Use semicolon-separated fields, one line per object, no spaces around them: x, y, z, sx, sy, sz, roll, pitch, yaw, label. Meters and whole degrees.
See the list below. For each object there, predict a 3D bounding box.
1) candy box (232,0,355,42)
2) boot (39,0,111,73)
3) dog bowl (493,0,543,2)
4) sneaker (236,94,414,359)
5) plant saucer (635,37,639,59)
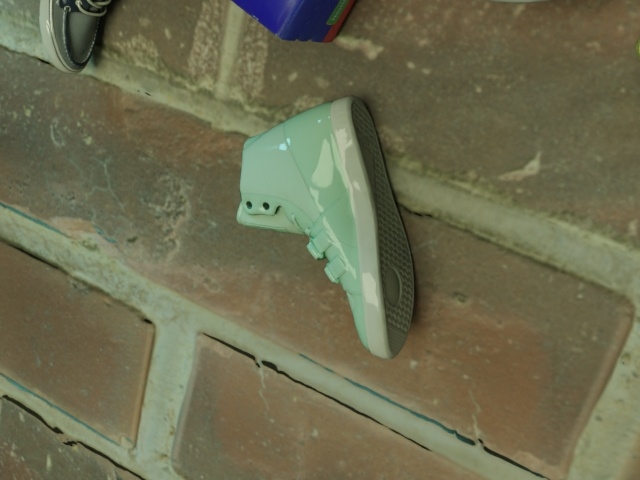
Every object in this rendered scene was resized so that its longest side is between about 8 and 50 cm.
-0.062;-0.379;0.771;0.317;0.122;0.268;42;118;15;candy box
-0.254;-0.277;0.937;0.086;0.069;0.190;12;107;30;boot
0.146;-0.312;0.604;0.265;0.104;0.265;-2;122;-3;dog bowl
0.000;0.000;0.851;0.151;0.094;0.256;-14;86;26;sneaker
0.369;-0.120;0.639;0.188;0.045;0.188;-31;88;32;plant saucer
